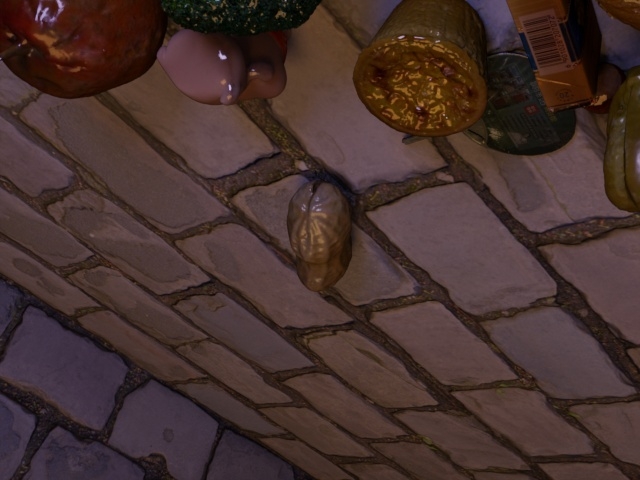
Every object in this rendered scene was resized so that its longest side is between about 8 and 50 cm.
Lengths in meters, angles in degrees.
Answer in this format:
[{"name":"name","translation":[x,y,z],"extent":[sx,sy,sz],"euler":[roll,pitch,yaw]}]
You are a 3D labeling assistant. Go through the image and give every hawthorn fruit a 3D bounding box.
[{"name":"hawthorn fruit","translation":[-0.398,-0.340,1.162],"extent":[0.277,0.298,0.277],"euler":[15,134,16]}]

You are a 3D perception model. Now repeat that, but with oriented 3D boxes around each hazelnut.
[{"name":"hazelnut","translation":[0.416,-0.227,1.107],"extent":[0.086,0.086,0.086],"euler":[14,147,9]}]

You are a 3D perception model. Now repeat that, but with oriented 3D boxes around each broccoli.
[{"name":"broccoli","translation":[-0.104,-0.410,0.985],"extent":[0.297,0.297,0.297],"euler":[55,143,3]}]

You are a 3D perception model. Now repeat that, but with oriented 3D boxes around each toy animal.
[{"name":"toy animal","translation":[-0.145,-0.292,1.204],"extent":[0.171,0.198,0.171],"euler":[14,120,27]}]

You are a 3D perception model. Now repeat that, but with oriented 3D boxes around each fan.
[{"name":"fan","translation":[0.275,-0.225,1.236],"extent":[0.294,0.012,0.223],"euler":[8,145,16]}]

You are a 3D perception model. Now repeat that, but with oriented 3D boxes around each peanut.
[{"name":"peanut","translation":[0.000,0.000,1.593],"extent":[0.149,0.149,0.313],"euler":[13,149,10]}]

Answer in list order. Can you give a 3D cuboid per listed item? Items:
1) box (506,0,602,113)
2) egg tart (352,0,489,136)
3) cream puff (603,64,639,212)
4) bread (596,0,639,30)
[{"name":"box","translation":[0.306,-0.305,0.972],"extent":[0.070,0.152,0.237],"euler":[-5,140,31]},{"name":"egg tart","translation":[0.160,-0.267,1.111],"extent":[0.202,0.147,0.202],"euler":[13,145,9]},{"name":"cream puff","translation":[0.521,-0.124,0.947],"extent":[0.270,0.323,0.274],"euler":[6,167,-20]},{"name":"bread","translation":[0.445,-0.337,0.861],"extent":[0.253,0.142,0.227],"euler":[27,134,-4]}]
